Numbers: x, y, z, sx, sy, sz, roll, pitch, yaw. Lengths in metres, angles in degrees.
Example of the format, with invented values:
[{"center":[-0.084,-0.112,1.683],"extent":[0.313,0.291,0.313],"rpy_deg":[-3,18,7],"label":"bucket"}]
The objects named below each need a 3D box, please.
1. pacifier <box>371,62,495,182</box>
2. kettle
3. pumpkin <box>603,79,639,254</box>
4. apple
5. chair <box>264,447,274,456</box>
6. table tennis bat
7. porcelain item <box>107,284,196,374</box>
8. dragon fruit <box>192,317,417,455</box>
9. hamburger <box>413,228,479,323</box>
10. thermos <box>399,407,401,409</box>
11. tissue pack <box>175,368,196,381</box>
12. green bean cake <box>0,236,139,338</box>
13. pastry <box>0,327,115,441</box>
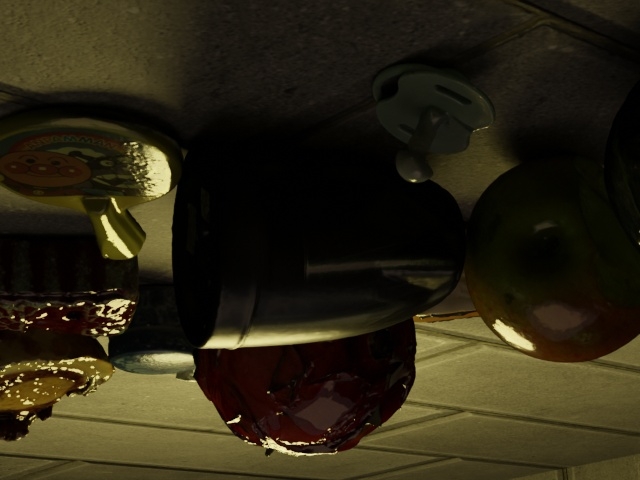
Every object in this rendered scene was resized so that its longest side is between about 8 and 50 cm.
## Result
[{"center":[0.102,-0.114,1.401],"extent":[0.126,0.117,0.150],"rpy_deg":[31,155,-14],"label":"pacifier"},{"center":[0.000,0.000,1.615],"extent":[0.324,0.228,0.321],"rpy_deg":[0,-172,-19],"label":"kettle"},{"center":[0.435,-0.077,1.355],"extent":[0.323,0.241,0.323],"rpy_deg":[-8,164,-3],"label":"pumpkin"},{"center":[0.285,0.016,1.612],"extent":[0.246,0.246,0.226],"rpy_deg":[-10,158,19],"label":"apple"},{"center":[-0.014,0.190,2.243],"extent":[0.188,0.166,0.272],"rpy_deg":[-25,-165,46],"label":"chair"},{"center":[-0.261,-0.060,1.594],"extent":[0.224,0.054,0.369],"rpy_deg":[-1,158,1],"label":"table tennis bat"},{"center":[-0.247,0.140,2.096],"extent":[0.147,0.114,0.147],"rpy_deg":[-4,161,-1],"label":"porcelain item"},{"center":[-0.021,0.136,1.827],"extent":[0.295,0.296,0.301],"rpy_deg":[10,168,-34],"label":"dragon fruit"},{"center":[0.189,0.049,1.914],"extent":[0.210,0.116,0.173],"rpy_deg":[-7,170,-2],"label":"hamburger"},{"center":[0.095,0.165,2.109],"extent":[0.083,0.188,0.073],"rpy_deg":[8,158,-35],"label":"thermos"},{"center":[-0.199,0.201,2.341],"extent":[0.111,0.079,0.085],"rpy_deg":[13,155,-39],"label":"tissue pack"},{"center":[-0.361,0.066,1.881],"extent":[0.232,0.097,0.198],"rpy_deg":[1,161,-15],"label":"green bean cake"},{"center":[-0.452,0.172,2.101],"extent":[0.236,0.170,0.256],"rpy_deg":[-27,152,8],"label":"pastry"}]
